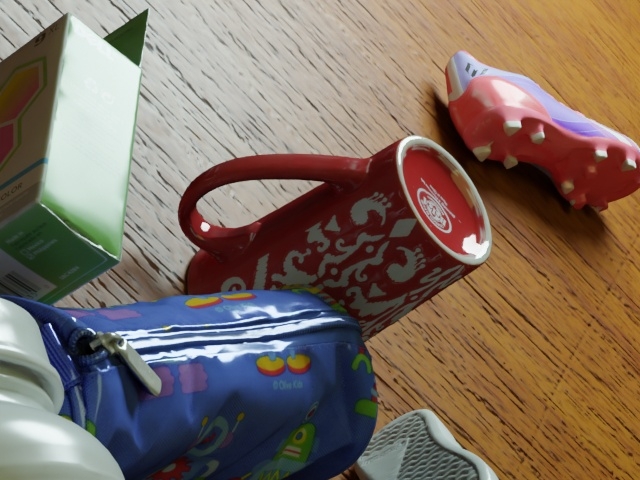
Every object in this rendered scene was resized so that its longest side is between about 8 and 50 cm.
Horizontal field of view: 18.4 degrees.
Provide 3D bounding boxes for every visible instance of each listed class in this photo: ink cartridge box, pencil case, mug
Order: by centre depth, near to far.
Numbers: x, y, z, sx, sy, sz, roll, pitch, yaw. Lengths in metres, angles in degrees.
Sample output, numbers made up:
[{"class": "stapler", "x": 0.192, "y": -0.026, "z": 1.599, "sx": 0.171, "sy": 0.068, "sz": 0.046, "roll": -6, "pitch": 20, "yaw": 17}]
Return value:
[{"class": "pencil case", "x": -0.085, "y": 0.083, "z": 1.073, "sx": 0.306, "sy": 0.133, "sz": 0.119, "roll": 1, "pitch": 58, "yaw": -56}, {"class": "ink cartridge box", "x": -0.161, "y": -0.055, "z": 1.109, "sx": 0.062, "sy": 0.109, "sz": 0.209, "roll": 38, "pitch": 36, "yaw": -32}, {"class": "mug", "x": 0.003, "y": 0.009, "z": 1.231, "sx": 0.150, "sy": 0.169, "sz": 0.113, "roll": 24, "pitch": 45, "yaw": -45}]

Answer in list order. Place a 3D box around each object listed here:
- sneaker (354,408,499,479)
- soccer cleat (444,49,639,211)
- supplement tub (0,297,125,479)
[{"class": "sneaker", "x": 0.099, "y": 0.205, "z": 1.207, "sx": 0.151, "sy": 0.094, "sz": 0.256, "roll": 54, "pitch": 6, "yaw": -13}, {"class": "soccer cleat", "x": 0.199, "y": -0.095, "z": 1.707, "sx": 0.248, "sy": 0.083, "sz": 0.095, "roll": 16, "pitch": 45, "yaw": -46}, {"class": "supplement tub", "x": -0.161, "y": 0.199, "z": 0.760, "sx": 0.228, "sy": 0.228, "sz": 0.316, "roll": 10, "pitch": 55, "yaw": -52}]
